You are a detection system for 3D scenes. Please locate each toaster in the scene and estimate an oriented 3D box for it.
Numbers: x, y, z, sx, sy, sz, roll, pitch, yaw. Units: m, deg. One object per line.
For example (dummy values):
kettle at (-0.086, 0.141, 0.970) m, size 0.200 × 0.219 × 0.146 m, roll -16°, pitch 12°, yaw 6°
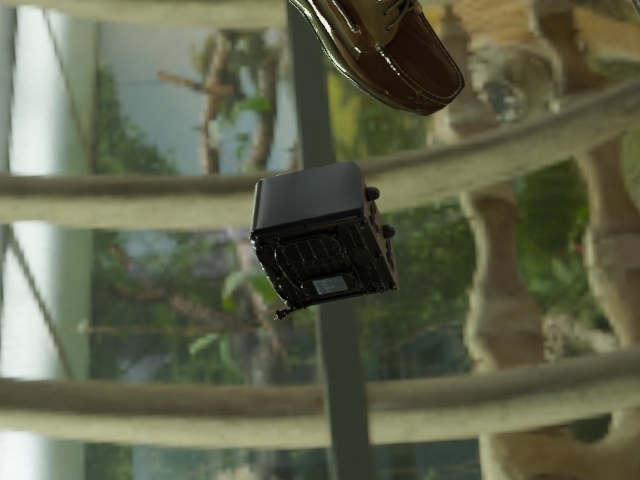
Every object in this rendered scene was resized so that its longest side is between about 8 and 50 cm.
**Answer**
toaster at (0.000, 0.000, 1.839) m, size 0.168 × 0.186 × 0.110 m, roll 63°, pitch -159°, yaw -45°

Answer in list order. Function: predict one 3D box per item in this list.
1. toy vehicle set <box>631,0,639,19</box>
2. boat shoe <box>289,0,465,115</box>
toy vehicle set at (0.412, -0.305, 1.342) m, size 0.035 × 0.267 × 0.166 m, roll 15°, pitch -129°, yaw -66°
boat shoe at (0.053, -0.287, 1.688) m, size 0.120 × 0.324 × 0.122 m, roll -32°, pitch 17°, yaw 54°
